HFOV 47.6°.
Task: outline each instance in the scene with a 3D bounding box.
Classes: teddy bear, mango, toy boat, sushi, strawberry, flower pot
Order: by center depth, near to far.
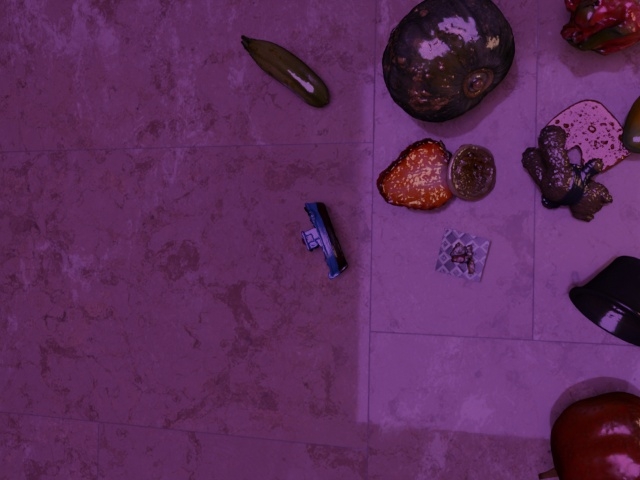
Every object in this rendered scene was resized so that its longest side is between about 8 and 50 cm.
[{"bbox_3d":[0.735,0.133,1.731,0.235,0.235,0.148,36,79,15],"label":"flower pot"},{"bbox_3d":[0.805,-0.291,1.752,0.194,0.092,0.130,-43,84,-7],"label":"mango"},{"bbox_3d":[0.601,-0.149,1.799,0.251,0.129,0.182,42,142,1],"label":"teddy bear"},{"bbox_3d":[0.238,-0.168,1.902,0.236,0.111,0.190,-18,106,-20],"label":"strawberry"},{"bbox_3d":[0.377,0.038,1.924,0.126,0.026,0.120,16,96,21],"label":"sushi"},{"bbox_3d":[0.000,0.000,2.000,0.097,0.100,0.223,-21,81,6],"label":"toy boat"}]

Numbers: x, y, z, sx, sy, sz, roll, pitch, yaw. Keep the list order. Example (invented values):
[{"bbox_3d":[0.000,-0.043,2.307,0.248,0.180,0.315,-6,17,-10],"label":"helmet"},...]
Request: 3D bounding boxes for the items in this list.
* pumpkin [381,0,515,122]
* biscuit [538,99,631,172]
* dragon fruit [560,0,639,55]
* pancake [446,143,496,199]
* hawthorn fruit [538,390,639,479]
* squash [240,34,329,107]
[{"bbox_3d":[0.311,-0.462,1.819,0.327,0.291,0.257,-34,56,0],"label":"pumpkin"},{"bbox_3d":[0.667,-0.250,1.835,0.186,0.036,0.192,-39,79,15],"label":"biscuit"},{"bbox_3d":[0.715,-0.577,1.730,0.302,0.231,0.237,-42,89,23],"label":"dragon fruit"},{"bbox_3d":[0.393,-0.179,1.889,0.151,0.025,0.152,-1,96,-14],"label":"pancake"},{"bbox_3d":[0.665,0.519,1.717,0.330,0.287,0.287,-28,81,30],"label":"hawthorn fruit"},{"bbox_3d":[-0.107,-0.494,2.051,0.341,0.094,0.094,41,100,15],"label":"squash"}]
